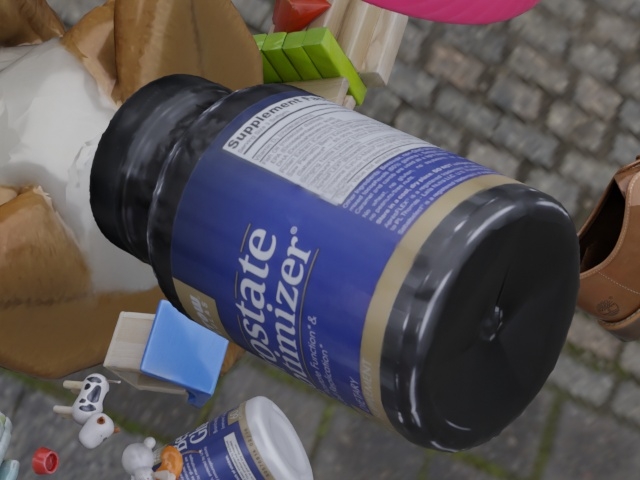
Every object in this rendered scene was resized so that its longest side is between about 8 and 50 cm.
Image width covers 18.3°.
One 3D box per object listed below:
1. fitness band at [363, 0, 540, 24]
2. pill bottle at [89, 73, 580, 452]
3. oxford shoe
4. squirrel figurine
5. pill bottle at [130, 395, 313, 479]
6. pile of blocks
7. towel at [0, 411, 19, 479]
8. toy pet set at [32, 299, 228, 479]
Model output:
[{"bbox_3d":[0.028,-0.233,1.368,0.291,0.054,0.209,24,35,12],"label":"fitness band"},{"bbox_3d":[0.000,0.000,0.909,0.219,0.123,0.123,25,55,37],"label":"pill bottle"},{"bbox_3d":[0.219,-0.034,1.172,0.076,0.212,0.076,32,18,-24],"label":"oxford shoe"},{"bbox_3d":[-0.221,-0.061,1.390,0.370,0.397,0.281,22,79,34],"label":"squirrel figurine"},{"bbox_3d":[-0.100,0.208,1.669,0.169,0.094,0.094,-29,78,11],"label":"pill bottle"},{"bbox_3d":[-0.068,-0.103,1.721,0.362,0.149,0.112,-51,134,-16],"label":"pile of blocks"},{"bbox_3d":[-0.474,0.276,1.750,0.320,0.090,0.374,9,47,17],"label":"towel"},{"bbox_3d":[-0.086,0.100,1.111,0.065,0.122,0.114,4,68,32],"label":"toy pet set"}]
